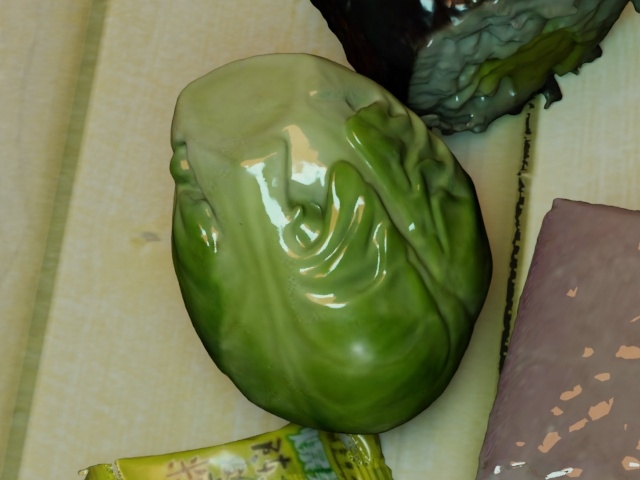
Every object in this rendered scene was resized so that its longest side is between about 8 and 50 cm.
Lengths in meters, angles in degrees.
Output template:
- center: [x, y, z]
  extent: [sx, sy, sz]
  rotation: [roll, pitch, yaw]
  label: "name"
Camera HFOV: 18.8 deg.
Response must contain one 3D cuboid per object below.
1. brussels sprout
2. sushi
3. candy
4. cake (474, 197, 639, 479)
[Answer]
- center: [-0.002, -0.002, 1.772]
  extent: [0.281, 0.354, 0.289]
  rotation: [2, 43, 38]
  label: "brussels sprout"
- center: [0.132, -0.278, 1.869]
  extent: [0.299, 0.281, 0.294]
  rotation: [-26, 72, -5]
  label: "sushi"
- center: [-0.060, 0.259, 1.791]
  extent: [0.297, 0.081, 0.187]
  rotation: [-14, 71, -20]
  label: "candy"
- center: [0.285, 0.138, 1.703]
  extent: [0.230, 0.237, 0.308]
  rotation: [13, 72, 17]
  label: "cake"
